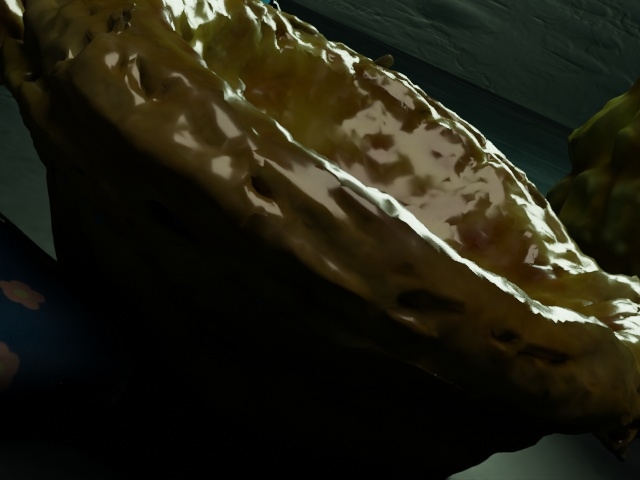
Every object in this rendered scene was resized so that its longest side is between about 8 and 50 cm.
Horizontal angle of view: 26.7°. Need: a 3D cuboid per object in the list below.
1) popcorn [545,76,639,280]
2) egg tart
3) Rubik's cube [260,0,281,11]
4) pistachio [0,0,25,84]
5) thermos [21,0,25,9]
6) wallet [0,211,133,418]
[{"bbox_3d":[0.315,-0.004,1.062,0.279,0.274,0.335,-16,-11,-22],"label":"popcorn"},{"bbox_3d":[0.000,0.000,0.677,0.387,0.169,0.388,29,15,-8],"label":"egg tart"},{"bbox_3d":[-0.112,-0.233,1.348,0.211,0.178,0.190,15,14,-39],"label":"Rubik's cube"},{"bbox_3d":[-0.281,-0.165,0.944,0.110,0.100,0.189,14,6,34],"label":"pistachio"},{"bbox_3d":[-0.256,-0.186,1.089,0.232,0.099,0.124,17,-25,-32],"label":"thermos"},{"bbox_3d":[-0.187,0.017,0.512,0.141,0.059,0.202,33,16,37],"label":"wallet"}]
